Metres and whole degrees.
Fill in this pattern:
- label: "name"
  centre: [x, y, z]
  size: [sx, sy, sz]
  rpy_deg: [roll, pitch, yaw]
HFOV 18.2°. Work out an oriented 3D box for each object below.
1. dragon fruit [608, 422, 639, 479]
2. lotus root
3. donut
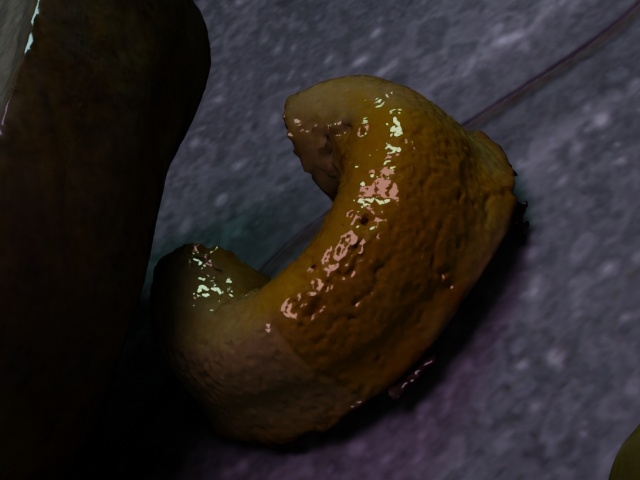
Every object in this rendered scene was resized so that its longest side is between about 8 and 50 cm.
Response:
- label: "dragon fruit"
  centre: [0.138, 0.136, 0.462]
  size: [0.224, 0.224, 0.227]
  rpy_deg: [9, 49, 47]
- label: "lotus root"
  centre: [-0.150, 0.029, 0.871]
  size: [0.267, 0.149, 0.260]
  rpy_deg: [-43, 26, 29]
- label: "donut"
  centre: [0.004, 0.004, 0.858]
  size: [0.181, 0.078, 0.146]
  rpy_deg: [-46, 32, -10]
